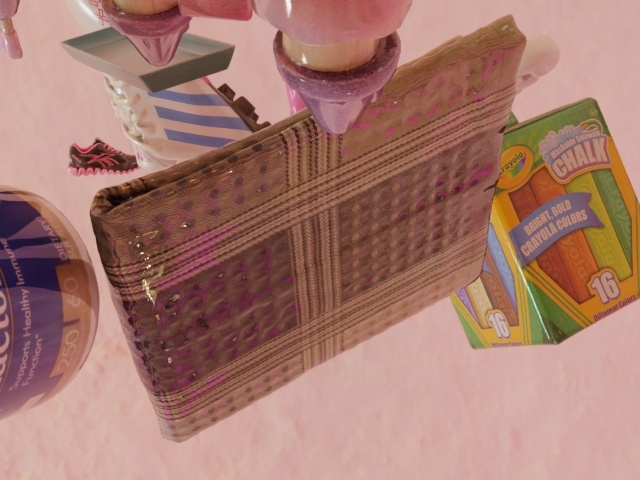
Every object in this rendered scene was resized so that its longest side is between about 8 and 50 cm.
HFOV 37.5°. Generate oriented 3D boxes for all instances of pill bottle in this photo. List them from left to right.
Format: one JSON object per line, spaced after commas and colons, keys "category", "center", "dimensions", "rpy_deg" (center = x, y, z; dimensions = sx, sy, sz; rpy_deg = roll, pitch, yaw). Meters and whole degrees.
{"category": "pill bottle", "center": [-0.253, 0.048, 0.509], "dimensions": [0.153, 0.264, 0.153], "rpy_deg": [2, 96, 21]}

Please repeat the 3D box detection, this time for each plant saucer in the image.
{"category": "plant saucer", "center": [-0.126, -0.132, 0.664], "dimensions": [0.067, 0.192, 0.018], "rpy_deg": [-23, 116, -22]}

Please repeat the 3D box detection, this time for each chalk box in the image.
{"category": "chalk box", "center": [0.224, -0.044, 1.063], "dimensions": [0.180, 0.179, 0.289], "rpy_deg": [-25, 93, -23]}

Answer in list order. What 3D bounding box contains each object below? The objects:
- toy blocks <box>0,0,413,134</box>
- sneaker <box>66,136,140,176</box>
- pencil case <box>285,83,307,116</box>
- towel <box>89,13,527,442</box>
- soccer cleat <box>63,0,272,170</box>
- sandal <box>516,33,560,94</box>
{"category": "toy blocks", "center": [-0.075, -0.196, 0.474], "dimensions": [0.288, 0.309, 0.260], "rpy_deg": [8, 141, 8]}
{"category": "sneaker", "center": [-0.328, -0.130, 1.441], "dimensions": [0.119, 0.047, 0.057], "rpy_deg": [-4, 107, -13]}
{"category": "pencil case", "center": [0.002, -0.162, 1.298], "dimensions": [0.095, 0.098, 0.209], "rpy_deg": [-4, 103, -1]}
{"category": "towel", "center": [0.000, 0.000, 0.711], "dimensions": [0.324, 0.056, 0.312], "rpy_deg": [-26, 146, -17]}
{"category": "soccer cleat", "center": [-0.189, -0.164, 1.064], "dimensions": [0.143, 0.116, 0.331], "rpy_deg": [-48, 125, -1]}
{"category": "sandal", "center": [0.156, -0.205, 1.377], "dimensions": [0.416, 0.169, 0.102], "rpy_deg": [-26, 82, 33]}
